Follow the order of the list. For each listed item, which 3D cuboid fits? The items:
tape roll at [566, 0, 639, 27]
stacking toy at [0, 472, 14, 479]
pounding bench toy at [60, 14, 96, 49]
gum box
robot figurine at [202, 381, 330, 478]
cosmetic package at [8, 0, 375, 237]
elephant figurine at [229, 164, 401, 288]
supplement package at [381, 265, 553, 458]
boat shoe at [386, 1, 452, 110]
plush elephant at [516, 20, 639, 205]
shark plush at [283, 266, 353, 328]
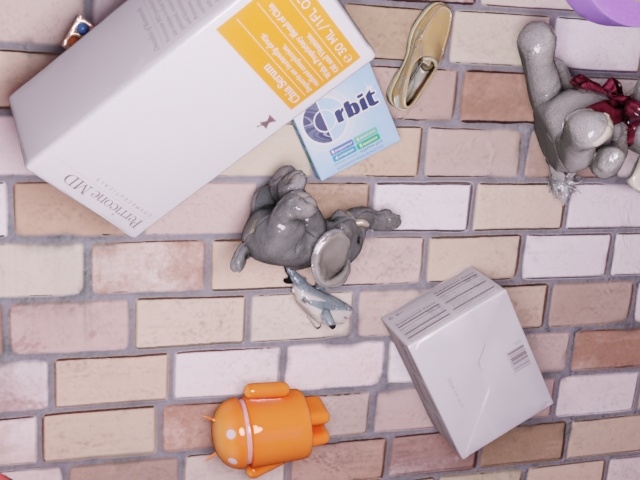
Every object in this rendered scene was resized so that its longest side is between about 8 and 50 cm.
[{"bbox_3d":[0.542,-0.510,1.461,0.274,0.090,0.275,-4,107,-15],"label":"tape roll"},{"bbox_3d":[-0.599,0.420,1.294,0.350,0.350,0.480,-34,97,-5],"label":"stacking toy"},{"bbox_3d":[-0.358,-0.286,1.259,0.052,0.065,0.083,31,95,-23],"label":"pounding bench toy"},{"bbox_3d":[0.029,-0.217,1.411,0.156,0.041,0.184,-27,110,-7],"label":"gum box"},{"bbox_3d":[-0.095,0.332,1.483,0.219,0.128,0.158,-5,150,-16],"label":"robot figurine"},{"bbox_3d":[-0.179,-0.229,1.181,0.453,0.162,0.230,-36,142,11],"label":"cosmetic package"},{"bbox_3d":[0.000,0.000,1.401,0.186,0.169,0.239,-37,124,28],"label":"elephant figurine"},{"bbox_3d":[0.269,0.220,1.554,0.204,0.145,0.262,-29,112,-7],"label":"supplement package"},{"bbox_3d":[0.178,-0.305,1.415,0.068,0.072,0.190,18,99,-21],"label":"boat shoe"},{"bbox_3d":[0.511,-0.213,1.450,0.255,0.272,0.330,-20,140,3],"label":"plush elephant"},{"bbox_3d":[-0.015,0.093,1.498,0.161,0.073,0.067,43,70,-3],"label":"shark plush"}]
